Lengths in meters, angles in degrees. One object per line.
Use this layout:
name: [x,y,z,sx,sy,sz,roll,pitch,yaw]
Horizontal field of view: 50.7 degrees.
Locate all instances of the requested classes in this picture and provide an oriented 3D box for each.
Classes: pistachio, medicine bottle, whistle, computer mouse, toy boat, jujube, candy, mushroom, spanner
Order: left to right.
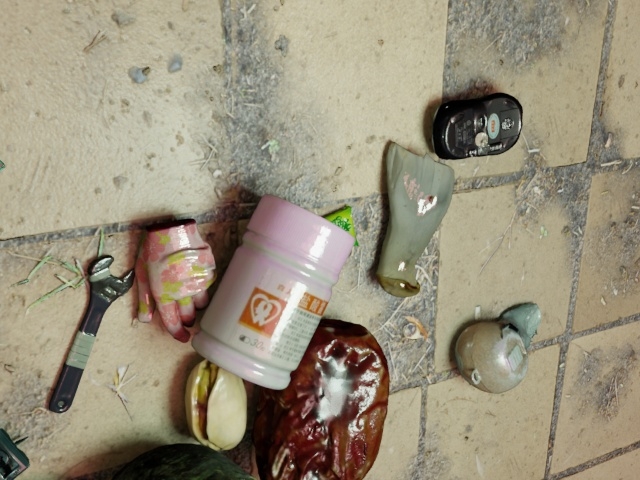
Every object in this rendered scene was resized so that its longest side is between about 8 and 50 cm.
toy boat: [-0.624,0.430,1.169,0.246,0.103,0.093,-37,97,-8]
spanner: [-0.425,0.177,1.242,0.087,0.024,0.315,17,97,-38]
pistachio: [-0.210,0.327,1.367,0.145,0.117,0.200,-33,120,-62]
medicine bottle: [-0.085,0.095,1.259,0.202,0.202,0.315,27,87,-34]
candy: [0.001,0.000,1.419,0.178,0.032,0.102,-23,117,-21]
jujube: [0.002,0.354,1.402,0.277,0.276,0.376,5,102,-31]
mushroom: [0.191,-0.040,1.481,0.159,0.122,0.328,14,100,4]
computer mouse: [0.337,-0.253,1.491,0.233,0.096,0.137,-11,107,-22]
whistle: [0.457,0.265,1.722,0.348,0.189,0.189,-32,122,-43]

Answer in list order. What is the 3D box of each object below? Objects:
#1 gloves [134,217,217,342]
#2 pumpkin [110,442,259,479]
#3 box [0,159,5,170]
gloves: [-0.263,0.085,1.248,0.145,0.126,0.241,-16,106,-30]
pumpkin: [-0.219,0.595,1.261,0.344,0.455,0.454,-47,124,-27]
box: [-0.625,-0.101,1.019,0.226,0.042,0.161,-43,123,-11]
